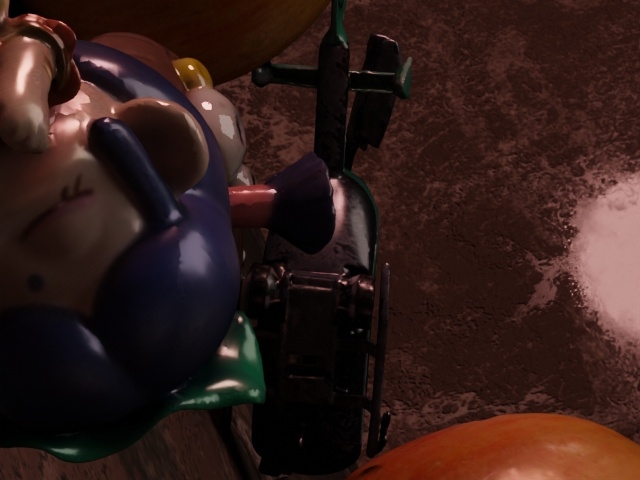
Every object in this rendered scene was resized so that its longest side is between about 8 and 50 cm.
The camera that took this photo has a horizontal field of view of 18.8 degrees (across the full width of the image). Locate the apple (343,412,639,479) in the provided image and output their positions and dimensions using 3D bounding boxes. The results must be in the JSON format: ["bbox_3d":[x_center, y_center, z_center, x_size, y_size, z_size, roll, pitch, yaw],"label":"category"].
[{"bbox_3d":[0.122,0.224,1.198,0.242,0.241,0.242,47,-32,42],"label":"apple"}]

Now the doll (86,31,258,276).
[{"bbox_3d":[-0.070,-0.004,0.838,0.145,0.096,0.188,52,23,-57],"label":"doll"}]

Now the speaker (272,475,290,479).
[{"bbox_3d":[0.006,0.224,1.006,0.082,0.044,0.218,-113,180,-49],"label":"speaker"}]

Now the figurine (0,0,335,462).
[{"bbox_3d":[-0.069,-0.021,0.447,0.195,0.111,0.102,67,21,-45],"label":"figurine"}]

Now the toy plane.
[{"bbox_3d":[0.000,0.000,1.205,0.155,0.106,0.381,-71,164,-72],"label":"toy plane"}]

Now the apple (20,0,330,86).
[{"bbox_3d":[-0.091,-0.186,1.078,0.211,0.188,0.211,63,2,-5],"label":"apple"}]
